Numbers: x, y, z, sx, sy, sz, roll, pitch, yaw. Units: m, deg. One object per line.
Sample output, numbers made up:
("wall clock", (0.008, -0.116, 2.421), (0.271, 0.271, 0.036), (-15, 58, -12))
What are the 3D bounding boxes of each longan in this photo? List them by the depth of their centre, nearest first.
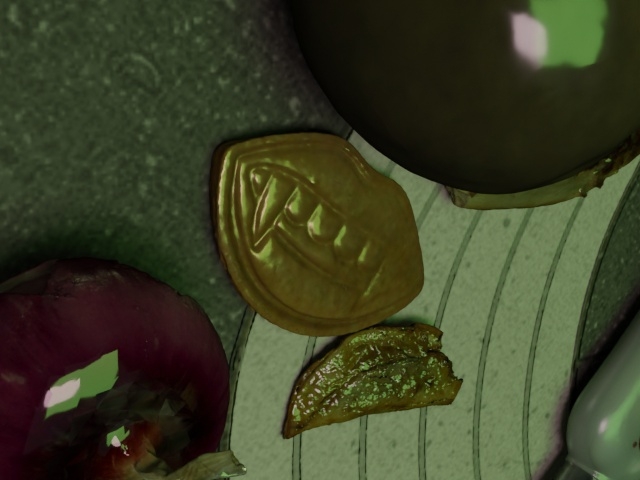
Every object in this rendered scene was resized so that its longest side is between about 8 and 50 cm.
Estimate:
("longan", (0.102, -0.152, 0.531), (0.248, 0.248, 0.248), (-12, 112, -31))

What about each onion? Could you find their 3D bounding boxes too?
("onion", (-0.138, 0.097, 0.497), (0.177, 0.153, 0.177), (-5, 120, -9))

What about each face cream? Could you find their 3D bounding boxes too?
("face cream", (0.319, 0.180, 0.884), (0.291, 0.071, 0.144), (-50, 125, -10))

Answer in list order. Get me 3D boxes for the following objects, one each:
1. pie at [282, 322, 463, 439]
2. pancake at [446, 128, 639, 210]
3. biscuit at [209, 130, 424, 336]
("pie", (0.049, 0.110, 0.700), (0.169, 0.034, 0.092), (-3, 109, -28))
("pancake", (0.184, -0.142, 0.707), (0.266, 0.057, 0.244), (-37, 114, -24))
("biscuit", (0.000, 0.000, 0.630), (0.220, 0.029, 0.142), (39, 83, -37))
